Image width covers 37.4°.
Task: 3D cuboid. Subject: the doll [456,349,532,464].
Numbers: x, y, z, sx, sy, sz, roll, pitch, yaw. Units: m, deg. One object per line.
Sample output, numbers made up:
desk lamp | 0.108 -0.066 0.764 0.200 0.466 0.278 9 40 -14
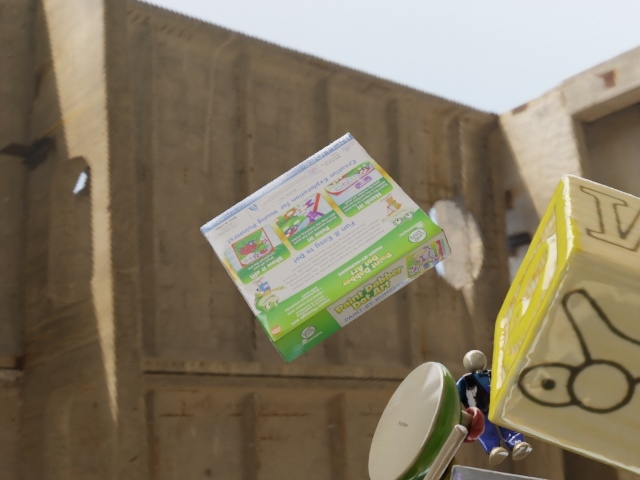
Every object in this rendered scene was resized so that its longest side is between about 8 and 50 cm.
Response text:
doll | 0.267 0.253 1.474 0.129 0.046 0.189 -9 -131 -10

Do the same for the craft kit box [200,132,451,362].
craft kit box | 0.000 0.000 1.228 0.246 0.250 0.061 52 173 46

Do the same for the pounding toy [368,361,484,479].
pounding toy | 0.159 0.276 1.248 0.110 0.183 0.237 28 -165 -12

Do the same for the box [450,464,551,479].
box | 0.274 0.335 0.974 0.165 0.270 0.143 36 -118 -47

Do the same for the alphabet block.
alphabet block | 0.281 0.080 0.865 0.197 0.192 0.193 21 -154 3
